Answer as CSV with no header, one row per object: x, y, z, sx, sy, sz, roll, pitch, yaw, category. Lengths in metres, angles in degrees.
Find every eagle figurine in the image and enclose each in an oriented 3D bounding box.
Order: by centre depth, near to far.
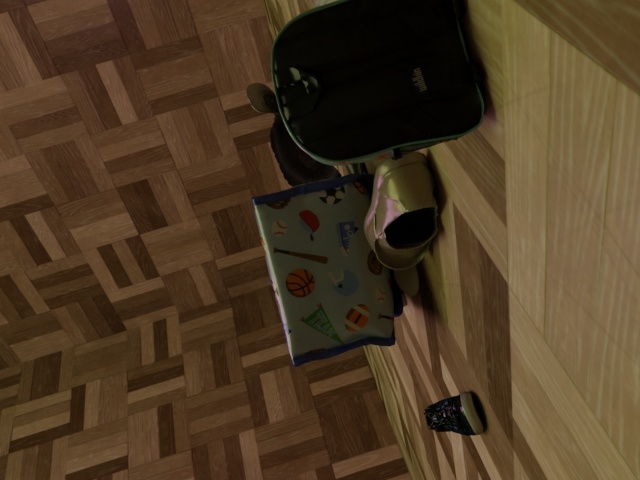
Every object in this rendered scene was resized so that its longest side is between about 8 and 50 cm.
-0.037,-0.283,1.709,0.225,0.226,0.298,44,154,38,eagle figurine

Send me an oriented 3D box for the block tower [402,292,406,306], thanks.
0.128,0.097,1.704,0.335,0.091,0.097,-126,18,-80,block tower

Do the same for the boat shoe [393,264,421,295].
0.156,0.036,1.247,0.043,0.049,0.137,3,-117,-54,boat shoe

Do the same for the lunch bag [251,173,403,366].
0.033,0.035,1.367,0.385,0.239,0.327,-36,-65,-84,lunch bag

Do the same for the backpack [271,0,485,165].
0.047,-0.158,0.676,0.144,0.189,0.165,-126,18,-82,backpack

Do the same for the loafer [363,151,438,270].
0.120,-0.019,1.004,0.268,0.102,0.092,78,180,-59,loafer

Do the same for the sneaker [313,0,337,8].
0.029,-0.338,1.015,0.292,0.108,0.169,161,99,-83,sneaker

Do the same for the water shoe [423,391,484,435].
0.224,0.308,1.169,0.203,0.080,0.072,82,170,-74,water shoe

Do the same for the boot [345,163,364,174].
0.032,-0.207,1.572,0.082,0.106,0.219,84,169,-77,boot
